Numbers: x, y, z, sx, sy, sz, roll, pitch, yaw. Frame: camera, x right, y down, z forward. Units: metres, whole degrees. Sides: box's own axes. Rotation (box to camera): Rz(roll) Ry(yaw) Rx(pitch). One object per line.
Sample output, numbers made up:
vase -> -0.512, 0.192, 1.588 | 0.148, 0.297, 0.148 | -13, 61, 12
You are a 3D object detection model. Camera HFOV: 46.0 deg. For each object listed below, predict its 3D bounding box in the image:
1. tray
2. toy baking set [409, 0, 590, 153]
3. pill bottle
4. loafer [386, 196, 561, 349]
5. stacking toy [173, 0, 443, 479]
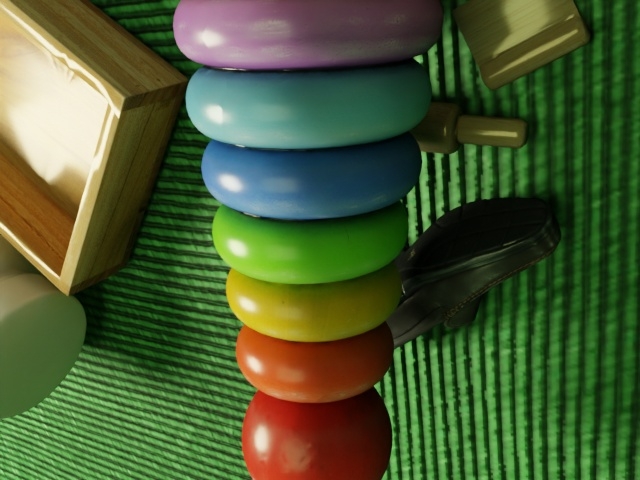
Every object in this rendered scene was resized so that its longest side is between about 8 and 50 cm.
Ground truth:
tray -> -0.303, -0.162, 0.638 | 0.411, 0.076, 0.203 | 39, 127, 14
toy baking set -> 0.026, -0.149, 0.443 | 0.256, 0.030, 0.197 | 4, 107, 27
pill bottle -> -0.372, 0.039, 0.713 | 0.301, 0.169, 0.169 | 26, 123, 23
loafer -> 0.080, 0.024, 0.469 | 0.061, 0.062, 0.170 | 47, 137, -17
stacking toy -> 0.000, 0.000, 0.408 | 0.141, 0.141, 0.331 | 9, 112, 32
